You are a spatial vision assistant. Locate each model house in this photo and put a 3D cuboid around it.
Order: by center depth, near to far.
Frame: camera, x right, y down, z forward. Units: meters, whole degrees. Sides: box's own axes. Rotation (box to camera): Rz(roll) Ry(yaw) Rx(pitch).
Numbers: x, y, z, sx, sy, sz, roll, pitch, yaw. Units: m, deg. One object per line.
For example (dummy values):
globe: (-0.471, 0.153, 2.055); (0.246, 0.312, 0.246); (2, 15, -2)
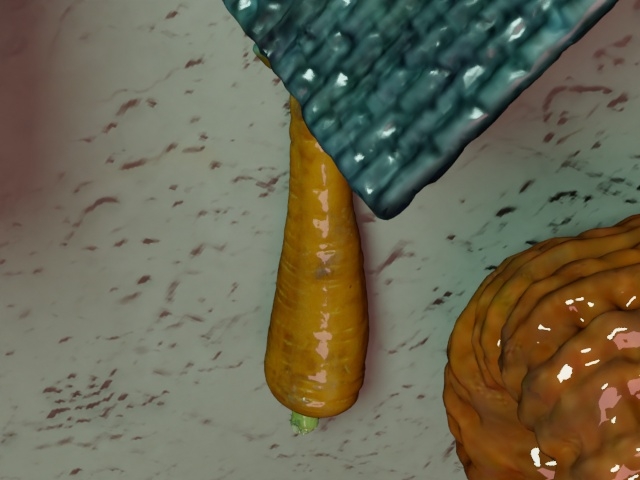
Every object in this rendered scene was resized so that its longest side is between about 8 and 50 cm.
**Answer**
model house: (0.049, -0.144, 0.713); (0.226, 0.241, 0.261); (28, 121, -27)

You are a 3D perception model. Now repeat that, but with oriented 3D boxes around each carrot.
carrot: (0.000, 0.000, 0.946); (0.061, 0.061, 0.257); (0, 119, -5)

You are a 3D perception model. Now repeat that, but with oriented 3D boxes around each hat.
hat: (0.275, 0.067, 0.948); (0.400, 0.285, 0.285); (-30, 130, -16)
